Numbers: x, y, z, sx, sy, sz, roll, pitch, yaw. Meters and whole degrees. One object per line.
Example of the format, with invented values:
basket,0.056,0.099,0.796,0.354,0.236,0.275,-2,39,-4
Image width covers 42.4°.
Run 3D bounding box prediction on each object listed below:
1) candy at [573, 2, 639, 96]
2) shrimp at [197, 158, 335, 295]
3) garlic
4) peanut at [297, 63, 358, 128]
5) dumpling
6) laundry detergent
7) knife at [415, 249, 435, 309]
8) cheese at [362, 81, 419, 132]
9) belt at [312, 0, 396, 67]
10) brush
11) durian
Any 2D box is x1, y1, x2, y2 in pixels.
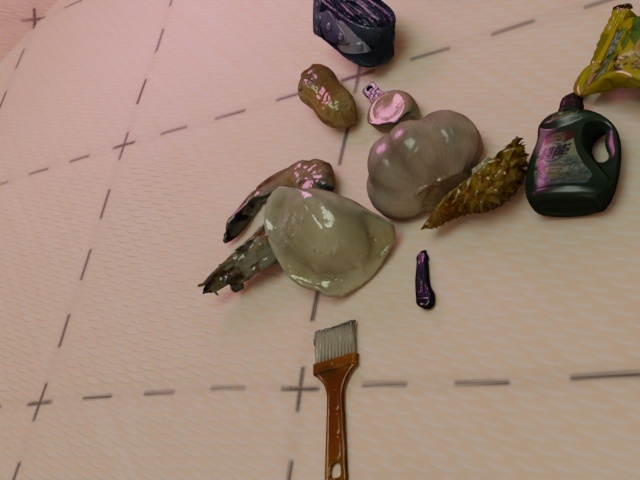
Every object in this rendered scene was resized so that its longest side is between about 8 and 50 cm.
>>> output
candy,0.522,-0.295,1.276,0.187,0.081,0.297,-60,25,-4
shrimp,-0.115,-0.030,1.642,0.360,0.085,0.247,-47,35,-3
garlic,0.162,-0.148,1.458,0.229,0.143,0.178,-46,45,16
peanut,0.011,-0.300,1.720,0.099,0.099,0.214,-40,50,9
dumpling,0.000,0.000,1.481,0.252,0.131,0.179,22,96,13
laundry detergent,0.407,-0.146,1.311,0.144,0.078,0.221,-2,58,35
knife,0.174,0.063,1.388,0.031,0.018,0.121,-24,48,33
cheese,0.126,-0.258,1.624,0.092,0.047,0.171,-52,44,-7
belt,0.079,-0.440,1.740,0.122,0.128,0.218,-17,42,-22
brush,0.026,0.279,1.360,0.090,0.017,0.314,-21,51,29
durian,0.263,-0.074,1.366,0.224,0.078,0.140,-43,0,22
